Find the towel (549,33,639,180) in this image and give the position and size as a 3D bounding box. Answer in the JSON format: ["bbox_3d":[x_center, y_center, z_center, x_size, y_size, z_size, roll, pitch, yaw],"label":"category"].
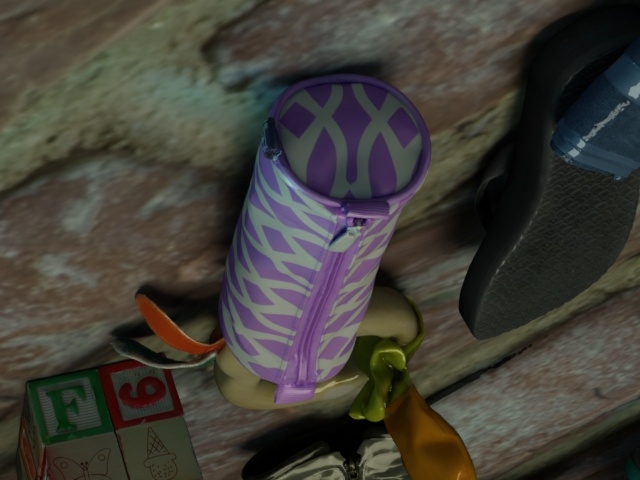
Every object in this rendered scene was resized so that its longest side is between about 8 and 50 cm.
[{"bbox_3d":[0.168,-0.082,0.969,0.119,0.029,0.067,-46,146,22],"label":"towel"}]

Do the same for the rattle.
[{"bbox_3d":[-0.016,0.100,1.139,0.130,0.143,0.200,-16,167,36],"label":"rattle"}]

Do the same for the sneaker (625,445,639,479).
[{"bbox_3d":[0.289,0.244,1.616,0.124,0.178,0.295,16,177,0],"label":"sneaker"}]

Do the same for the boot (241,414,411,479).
[{"bbox_3d":[-0.022,0.211,1.367,0.246,0.083,0.161,-26,118,-2],"label":"boot"}]

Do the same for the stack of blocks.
[{"bbox_3d":[-0.131,0.219,1.242,0.087,0.171,0.297,-11,153,-17],"label":"stack of blocks"}]

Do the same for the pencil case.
[{"bbox_3d":[0.000,0.000,1.006,0.086,0.088,0.206,-10,153,-15],"label":"pencil case"}]

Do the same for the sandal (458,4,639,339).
[{"bbox_3d":[0.130,-0.038,1.078,0.097,0.054,0.254,-16,145,-24],"label":"sandal"}]
